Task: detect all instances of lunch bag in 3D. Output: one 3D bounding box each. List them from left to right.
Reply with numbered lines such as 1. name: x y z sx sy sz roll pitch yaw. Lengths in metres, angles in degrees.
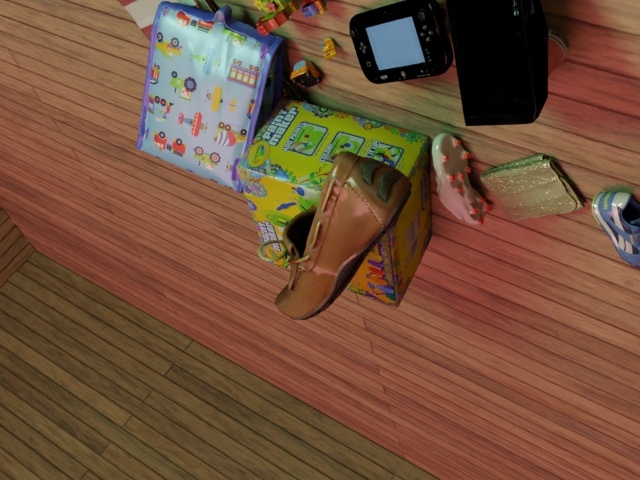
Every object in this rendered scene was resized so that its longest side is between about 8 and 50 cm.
1. lunch bag: -0.187 -0.264 1.367 0.221 0.138 0.293 23 131 12

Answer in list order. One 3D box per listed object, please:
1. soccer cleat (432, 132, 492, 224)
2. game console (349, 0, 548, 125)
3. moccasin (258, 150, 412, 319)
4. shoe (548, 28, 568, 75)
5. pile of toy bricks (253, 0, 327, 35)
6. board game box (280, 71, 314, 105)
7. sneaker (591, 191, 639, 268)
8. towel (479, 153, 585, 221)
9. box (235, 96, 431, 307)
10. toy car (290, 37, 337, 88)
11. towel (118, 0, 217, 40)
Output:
1. soccer cleat: 0.212 -0.096 1.284 0.076 0.068 0.196 17 151 44
2. game console: 0.150 -0.251 1.024 0.361 0.044 0.213 11 115 60
3. moccasin: -0.001 0.002 1.211 0.147 0.139 0.380 32 148 0
4. shoe: 0.243 -0.202 1.031 0.063 0.081 0.178 41 155 -7
5. pile of toy bricks: -0.046 -0.356 1.125 0.212 0.105 0.118 3 138 51
6. board game box: -0.095 -0.231 1.506 0.136 0.030 0.259 44 155 -18
7. sneaker: 0.446 -0.013 1.124 0.144 0.053 0.059 45 153 -18
8. towel: 0.320 -0.077 1.213 0.110 0.027 0.148 47 154 -18
9. box: 0.036 -0.063 1.401 0.279 0.177 0.290 18 150 19
10. toy car: -0.001 -0.290 1.288 0.122 0.060 0.041 -26 71 45
11. towel: -0.268 -0.410 1.421 0.237 0.037 0.329 2 137 53
